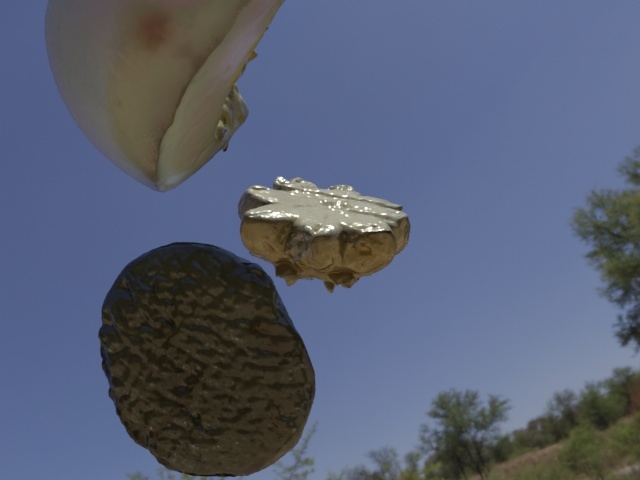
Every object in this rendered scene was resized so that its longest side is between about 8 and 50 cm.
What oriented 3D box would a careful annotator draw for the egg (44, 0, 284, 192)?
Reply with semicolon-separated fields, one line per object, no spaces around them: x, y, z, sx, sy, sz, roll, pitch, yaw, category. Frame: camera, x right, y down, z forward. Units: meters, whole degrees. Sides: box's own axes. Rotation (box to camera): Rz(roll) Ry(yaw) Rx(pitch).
-0.126;-0.166;0.506;0.206;0.161;0.271;-54;2;-27;egg

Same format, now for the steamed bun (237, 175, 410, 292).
0.000;0.000;1.027;0.292;0.295;0.137;-10;-62;-45;steamed bun

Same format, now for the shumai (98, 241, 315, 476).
-0.058;0.065;0.358;0.098;0.124;0.087;-26;-9;-3;shumai
